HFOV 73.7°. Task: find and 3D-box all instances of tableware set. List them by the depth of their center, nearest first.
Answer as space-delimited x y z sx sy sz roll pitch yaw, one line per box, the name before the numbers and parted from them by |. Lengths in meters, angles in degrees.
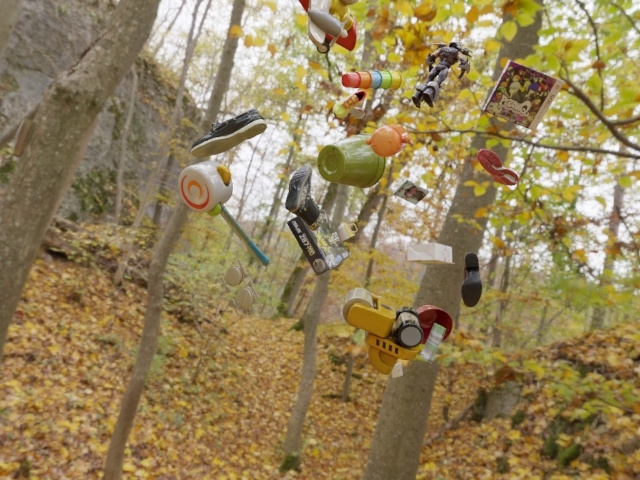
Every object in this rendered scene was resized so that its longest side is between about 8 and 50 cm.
tableware set | -0.310 0.182 1.681 0.128 0.194 0.039 -42 -28 20

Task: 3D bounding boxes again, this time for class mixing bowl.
mixing bowl | 0.461 0.345 1.828 0.181 0.181 0.098 17 20 -11

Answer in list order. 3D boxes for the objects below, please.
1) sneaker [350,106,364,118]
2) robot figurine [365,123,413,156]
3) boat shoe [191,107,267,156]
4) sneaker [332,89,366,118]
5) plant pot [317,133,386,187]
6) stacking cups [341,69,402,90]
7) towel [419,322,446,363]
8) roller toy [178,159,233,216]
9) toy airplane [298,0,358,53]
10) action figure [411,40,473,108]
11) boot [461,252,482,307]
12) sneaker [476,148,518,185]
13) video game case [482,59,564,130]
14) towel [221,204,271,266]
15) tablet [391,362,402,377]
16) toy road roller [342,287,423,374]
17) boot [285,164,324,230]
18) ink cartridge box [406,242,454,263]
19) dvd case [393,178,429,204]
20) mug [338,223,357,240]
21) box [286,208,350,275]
sneaker | 0.186 -0.736 2.391 0.158 0.065 0.061 17 -52 -43
robot figurine | 0.284 -0.409 1.742 0.158 0.128 0.219 39 32 10
boat shoe | -0.400 -0.463 1.808 0.340 0.113 0.127 -24 -12 8
sneaker | 0.146 -0.687 2.121 0.081 0.208 0.094 51 -18 -7
plant pot | 0.174 -0.506 2.773 0.366 0.366 0.353 2 12 43
stacking cups | 0.235 -0.754 1.995 0.316 0.096 0.096 -11 2 -32
towel | 0.444 0.406 1.705 0.023 0.152 0.113 23 -3 -6
roller toy | -0.453 -0.221 1.709 0.191 0.209 0.146 25 32 18
toy airplane | 0.023 -0.942 1.652 0.272 0.386 0.384 -9 14 33
action figure | 0.456 -0.641 1.619 0.185 0.285 0.099 31 -3 45
boot | 0.746 0.197 2.119 0.096 0.264 0.280 -7 -10 19
sneaker | 0.776 -0.319 1.934 0.221 0.087 0.128 44 0 -2
video game case | 0.817 -0.584 1.731 0.232 0.210 0.042 23 29 1
towel | -0.367 -0.030 2.006 0.370 0.040 0.271 53 -12 -6
tablet | 0.377 0.643 2.110 0.054 0.083 0.006 -13 28 -3
toy road roller | 0.216 0.349 1.610 0.330 0.240 0.202 24 12 2
boot | -0.050 -0.172 1.746 0.085 0.236 0.178 -11 -39 35
ink cartridge box | 0.424 0.054 1.624 0.115 0.067 0.198 -5 -10 37
dvd case | 0.367 -0.194 1.726 0.119 0.013 0.087 24 -47 -23
mug | 0.115 -0.042 1.862 0.078 0.064 0.062 -26 0 -16
box | 0.000 0.000 2.292 0.097 0.318 0.395 -28 -3 20
